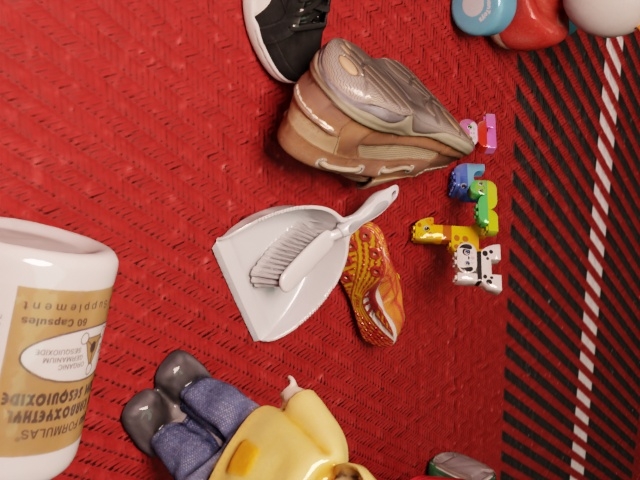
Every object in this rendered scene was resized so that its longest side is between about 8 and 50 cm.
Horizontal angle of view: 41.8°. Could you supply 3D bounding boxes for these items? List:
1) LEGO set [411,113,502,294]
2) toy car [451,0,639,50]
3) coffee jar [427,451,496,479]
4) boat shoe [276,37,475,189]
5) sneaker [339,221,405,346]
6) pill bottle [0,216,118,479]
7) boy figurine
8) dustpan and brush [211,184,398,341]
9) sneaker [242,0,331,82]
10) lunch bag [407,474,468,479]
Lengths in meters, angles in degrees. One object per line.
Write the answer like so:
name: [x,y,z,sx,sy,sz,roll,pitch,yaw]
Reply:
LEGO set: [0.162,-0.037,1.027,0.087,0.093,0.227,100,-7,-68]
toy car: [0.316,-0.321,0.977,0.219,0.238,0.210,-12,113,-47]
coffee jar: [0.194,0.412,1.227,0.079,0.096,0.184,-9,110,-48]
boat shoe: [0.058,-0.117,0.874,0.116,0.123,0.324,-45,156,20]
sneaker: [0.062,0.045,0.976,0.067,0.064,0.175,-60,149,-45]
pill bottle: [-0.230,0.105,0.593,0.131,0.131,0.229,7,99,-50]
boy figurine: [-0.052,0.202,0.717,0.177,0.285,0.092,-48,135,-21]
dustpan and brush: [0.000,0.000,0.873,0.211,0.060,0.147,-44,133,-29]
sneaker: [-0.004,-0.237,0.730,0.079,0.121,0.217,-28,124,-39]
lunch bag: [0.132,0.439,1.016,0.258,0.120,0.293,26,83,-53]
